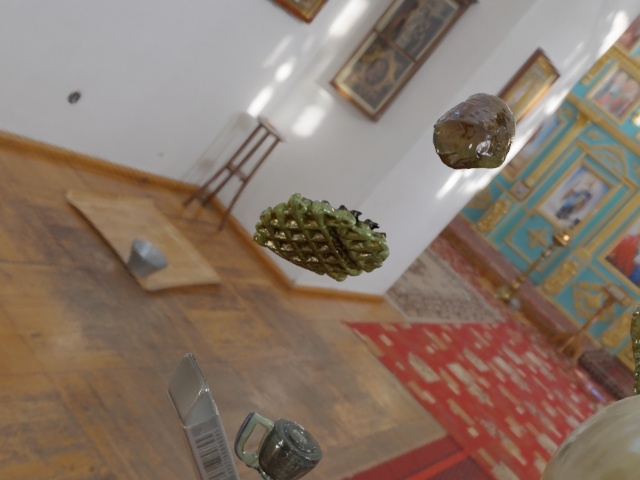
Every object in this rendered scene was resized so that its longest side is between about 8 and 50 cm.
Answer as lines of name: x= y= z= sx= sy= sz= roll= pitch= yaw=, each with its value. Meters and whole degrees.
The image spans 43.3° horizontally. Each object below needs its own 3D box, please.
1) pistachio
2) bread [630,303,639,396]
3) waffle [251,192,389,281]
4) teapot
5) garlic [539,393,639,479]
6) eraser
pistachio: x=0.197 y=-0.130 z=0.956 sx=0.173 sy=0.049 sz=0.089 roll=-38 pitch=96 yaw=-43
bread: x=0.407 y=0.111 z=0.783 sx=0.102 sy=0.196 sz=0.138 roll=-148 pitch=-135 yaw=-74
waffle: x=0.000 y=0.000 z=1.280 sx=0.214 sy=0.208 sz=0.054 roll=23 pitch=58 yaw=-18
teapot: x=-0.079 y=0.392 z=1.474 sx=0.149 sy=0.108 sz=0.111 roll=29 pitch=13 yaw=-37
garlic: x=0.304 y=0.250 z=0.557 sx=0.286 sy=0.313 sz=0.249 roll=-110 pitch=-170 yaw=-70
eraser: x=-0.171 y=0.321 z=1.226 sx=0.089 sy=0.061 sz=0.351 roll=50 pitch=-24 yaw=46
